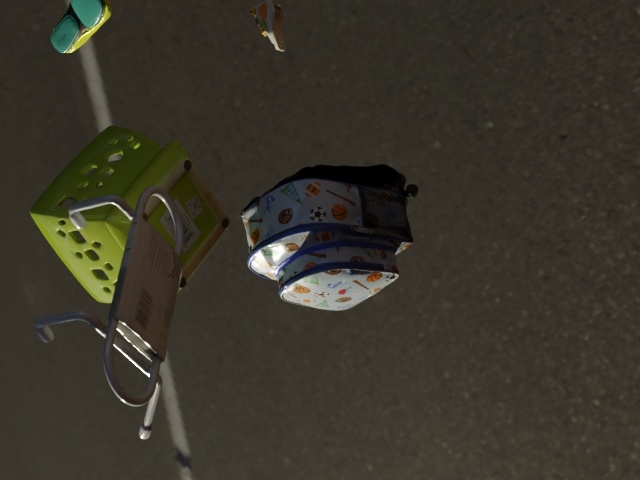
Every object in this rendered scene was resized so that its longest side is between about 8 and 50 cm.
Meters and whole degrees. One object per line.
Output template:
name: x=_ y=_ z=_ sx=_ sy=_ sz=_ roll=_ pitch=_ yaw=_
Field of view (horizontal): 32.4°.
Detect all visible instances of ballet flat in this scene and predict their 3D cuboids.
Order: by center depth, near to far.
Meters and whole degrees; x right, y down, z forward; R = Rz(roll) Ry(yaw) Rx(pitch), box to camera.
ballet flat: x=-0.438 y=-0.428 z=2.080 sx=0.077 sy=0.077 sz=0.231 roll=56 pitch=143 yaw=-4

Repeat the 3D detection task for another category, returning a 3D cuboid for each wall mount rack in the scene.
wall mount rack: x=-0.264 y=0.109 z=1.570 sx=0.130 sy=0.350 sz=0.304 roll=-13 pitch=137 yaw=22

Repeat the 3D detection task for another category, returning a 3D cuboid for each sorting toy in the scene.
sorting toy: x=-0.076 y=-0.337 z=1.747 sx=0.083 sy=0.044 sz=0.075 roll=-28 pitch=-85 yaw=-79

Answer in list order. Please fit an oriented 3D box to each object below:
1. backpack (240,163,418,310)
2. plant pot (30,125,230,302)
backpack: x=0.000 y=0.000 z=1.922 sx=0.276 sy=0.263 sz=0.213 roll=-42 pitch=43 yaw=44
plant pot: x=-0.297 y=-0.036 z=1.830 sx=0.207 sy=0.227 sz=0.228 roll=7 pitch=139 yaw=39
